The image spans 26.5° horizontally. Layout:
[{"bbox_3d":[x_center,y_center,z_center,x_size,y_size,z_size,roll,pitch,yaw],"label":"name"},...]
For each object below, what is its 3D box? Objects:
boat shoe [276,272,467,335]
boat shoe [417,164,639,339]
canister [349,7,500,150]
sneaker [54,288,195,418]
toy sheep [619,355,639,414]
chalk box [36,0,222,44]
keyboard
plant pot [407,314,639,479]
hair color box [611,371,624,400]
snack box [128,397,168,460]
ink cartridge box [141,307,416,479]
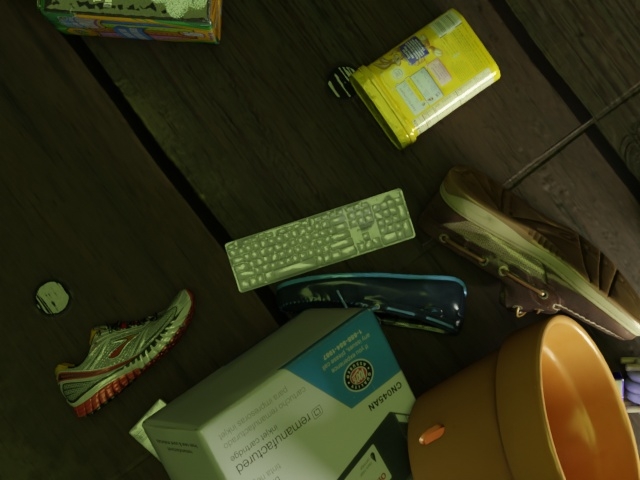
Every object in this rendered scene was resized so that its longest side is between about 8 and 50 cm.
[{"bbox_3d":[0.070,0.091,1.822,0.258,0.109,0.089,-1,78,1],"label":"boat shoe"},{"bbox_3d":[0.285,0.040,1.840,0.342,0.123,0.123,34,118,-6],"label":"boat shoe"},{"bbox_3d":[0.144,-0.221,1.850,0.170,0.073,0.126,-35,90,-3],"label":"canister"},{"bbox_3d":[-0.261,0.139,1.823,0.225,0.088,0.092,-39,89,-2],"label":"sneaker"},{"bbox_3d":[0.453,0.200,1.845,0.091,0.091,0.132,-1,103,-2],"label":"toy sheep"},{"bbox_3d":[-0.274,-0.367,1.791,0.289,0.179,0.180,5,89,0],"label":"chalk box"},{"bbox_3d":[0.000,0.000,1.870,0.256,0.014,0.072,-18,89,-2],"label":"keyboard"},{"bbox_3d":[0.240,0.257,1.647,0.203,0.291,0.291,-21,89,27],"label":"plant pot"},{"bbox_3d":[0.309,0.346,1.811,0.185,0.110,0.338,0,90,10],"label":"hair color box"},{"bbox_3d":[-0.175,0.298,1.854,0.178,0.022,0.064,42,87,0],"label":"snack box"},{"bbox_3d":[0.007,0.321,1.701,0.285,0.166,0.395,-34,105,-29],"label":"ink cartridge box"}]
